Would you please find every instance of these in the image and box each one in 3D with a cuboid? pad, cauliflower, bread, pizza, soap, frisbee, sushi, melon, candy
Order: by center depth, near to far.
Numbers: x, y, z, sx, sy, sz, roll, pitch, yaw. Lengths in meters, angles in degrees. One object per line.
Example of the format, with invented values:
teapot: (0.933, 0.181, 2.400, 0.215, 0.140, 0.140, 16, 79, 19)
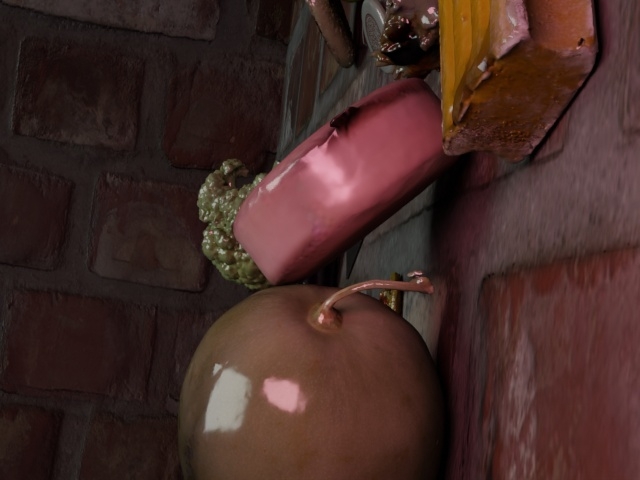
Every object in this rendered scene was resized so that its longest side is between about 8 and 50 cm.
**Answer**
soap: (0.144, -0.209, 0.764, 0.160, 0.080, 0.258, 115, 161, -62)
melon: (-0.010, 0.182, 0.925, 0.272, 0.271, 0.308, -112, 10, -74)
candy: (0.029, -0.056, 0.952, 0.094, 0.255, 0.255, 52, 165, 4)
sushi: (0.108, -0.229, 0.991, 0.226, 0.103, 0.097, 105, 152, -55)
pizza: (0.078, 0.086, 1.186, 0.078, 0.025, 0.083, 120, 155, -65)
frisbee: (0.081, -0.282, 1.355, 0.110, 0.014, 0.110, 160, 90, -82)
pad: (0.062, -0.052, 1.503, 0.211, 0.003, 0.143, 108, 167, -55)
bread: (0.003, -0.423, 1.686, 0.267, 0.040, 0.267, -22, -90, -79)
cauliflower: (-0.126, -0.046, 1.929, 0.327, 0.260, 0.281, -42, 41, 46)

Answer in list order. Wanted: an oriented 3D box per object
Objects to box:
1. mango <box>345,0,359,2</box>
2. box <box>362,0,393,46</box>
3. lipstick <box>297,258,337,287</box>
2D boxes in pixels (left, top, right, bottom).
mango: (0.039, -0.531, 1.609, 0.175, 0.142, 0.293, 110, 156, -65)
box: (0.095, -0.351, 1.402, 0.177, 0.035, 0.115, 162, 113, -81)
lipstick: (0.000, 0.000, 1.633, 0.081, 0.081, 0.300, -103, 16, -68)
